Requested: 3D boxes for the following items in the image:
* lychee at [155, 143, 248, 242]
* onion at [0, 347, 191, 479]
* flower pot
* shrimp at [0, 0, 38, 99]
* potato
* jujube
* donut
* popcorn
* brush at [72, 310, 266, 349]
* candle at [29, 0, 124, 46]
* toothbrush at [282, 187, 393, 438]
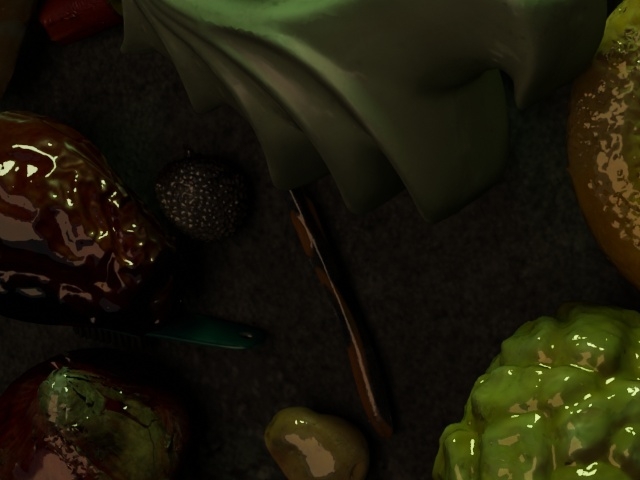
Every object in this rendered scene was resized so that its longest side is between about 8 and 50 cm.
[{"bbox_3d":[-0.095,-0.037,1.124,0.083,0.068,0.067,65,160,4],"label":"lychee"},{"bbox_3d":[-0.198,0.158,1.136,0.184,0.184,0.147,17,147,26],"label":"onion"},{"bbox_3d":[0.000,-0.173,0.961,0.367,0.164,0.254,43,137,18],"label":"flower pot"},{"bbox_3d":[-0.287,-0.257,1.179,0.185,0.068,0.287,-13,95,48],"label":"shrimp"},{"bbox_3d":[-0.003,0.164,1.099,0.083,0.062,0.068,33,83,-8],"label":"potato"},{"bbox_3d":[-0.216,-0.007,1.143,0.236,0.168,0.168,28,109,20],"label":"jujube"},{"bbox_3d":[0.276,-0.056,0.888,0.277,0.108,0.277,4,99,29],"label":"donut"},{"bbox_3d":[0.200,0.170,0.915,0.251,0.206,0.237,25,94,12],"label":"popcorn"},{"bbox_3d":[-0.130,0.077,1.173,0.193,0.043,0.032,10,119,26],"label":"brush"},{"bbox_3d":[-0.189,-0.194,1.163,0.130,0.052,0.052,-16,88,31],"label":"candle"},{"bbox_3d":[-0.002,0.001,1.094,0.023,0.031,0.321,-24,83,64],"label":"toothbrush"}]
